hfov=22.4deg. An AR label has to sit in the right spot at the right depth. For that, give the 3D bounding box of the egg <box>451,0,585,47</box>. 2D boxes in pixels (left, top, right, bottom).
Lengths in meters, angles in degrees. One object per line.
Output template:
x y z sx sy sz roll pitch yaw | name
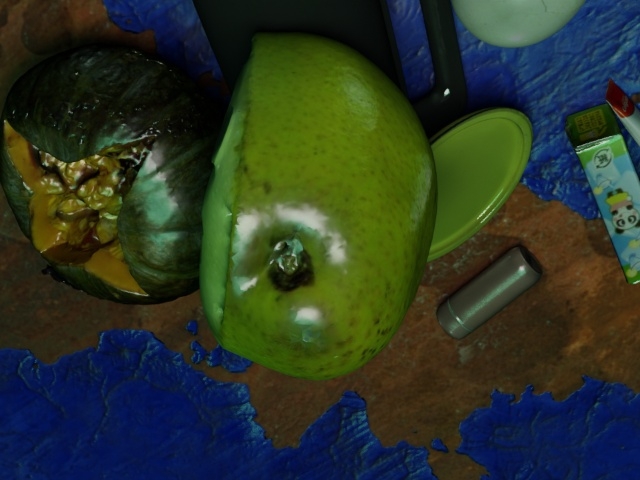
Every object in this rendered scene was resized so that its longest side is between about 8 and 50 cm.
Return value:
0.229 -0.307 1.753 0.151 0.151 0.209 31 114 -12 | egg

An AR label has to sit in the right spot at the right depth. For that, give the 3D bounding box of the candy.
0.351 -0.055 1.904 0.062 0.097 0.194 -21 114 10 | candy

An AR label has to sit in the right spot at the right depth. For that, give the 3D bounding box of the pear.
0.000 0.000 1.636 0.238 0.318 0.342 6 123 0 | pear

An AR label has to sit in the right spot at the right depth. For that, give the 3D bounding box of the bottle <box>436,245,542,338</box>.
0.208 0.066 1.998 0.140 0.053 0.053 -40 108 20 | bottle

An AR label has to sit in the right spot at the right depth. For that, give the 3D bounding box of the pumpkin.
-0.227 -0.074 1.851 0.320 0.192 0.320 21 129 27 | pumpkin

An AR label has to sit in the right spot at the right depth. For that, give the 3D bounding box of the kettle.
0.003 -0.222 1.818 0.203 0.262 0.308 7 128 40 | kettle

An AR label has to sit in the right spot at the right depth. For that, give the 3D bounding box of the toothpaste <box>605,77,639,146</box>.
0.395 -0.111 1.904 0.031 0.048 0.190 -27 116 35 | toothpaste

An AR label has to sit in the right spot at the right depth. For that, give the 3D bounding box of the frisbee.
0.153 -0.062 1.874 0.017 0.236 0.236 48 119 30 | frisbee
